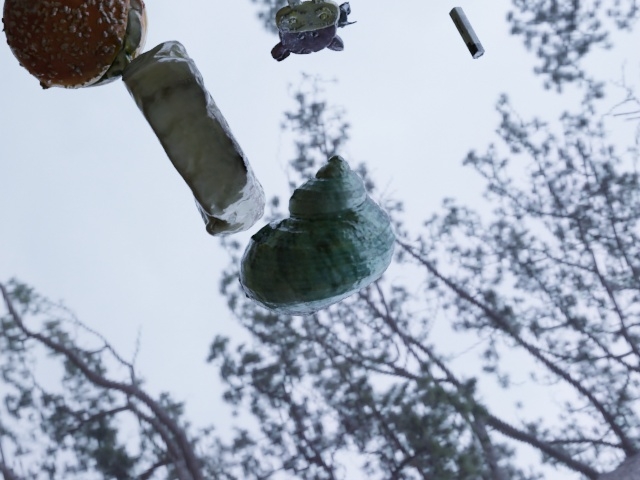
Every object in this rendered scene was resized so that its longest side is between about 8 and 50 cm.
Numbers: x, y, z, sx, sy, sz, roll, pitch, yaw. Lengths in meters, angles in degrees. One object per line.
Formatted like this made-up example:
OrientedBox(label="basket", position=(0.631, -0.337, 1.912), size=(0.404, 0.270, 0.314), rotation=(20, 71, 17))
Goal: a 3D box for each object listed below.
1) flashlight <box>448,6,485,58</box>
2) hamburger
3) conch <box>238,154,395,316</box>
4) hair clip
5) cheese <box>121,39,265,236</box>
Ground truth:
OrientedBox(label="flashlight", position=(0.211, -0.300, 1.291), size=(0.083, 0.018, 0.018), rotation=(67, -31, 21))
OrientedBox(label="hamburger", position=(-0.392, -0.353, 1.429), size=(0.147, 0.237, 0.236), rotation=(-150, -127, -74))
OrientedBox(label="conch", position=(-0.002, 0.002, 1.055), size=(0.176, 0.188, 0.122), rotation=(19, -16, 26))
OrientedBox(label="hair clip", position=(-0.012, -0.448, 1.850), size=(0.146, 0.187, 0.056), rotation=(89, -24, -49))
OrientedBox(label="cheese", position=(-0.198, -0.162, 1.400), size=(0.318, 0.115, 0.326), rotation=(61, -2, 15))
